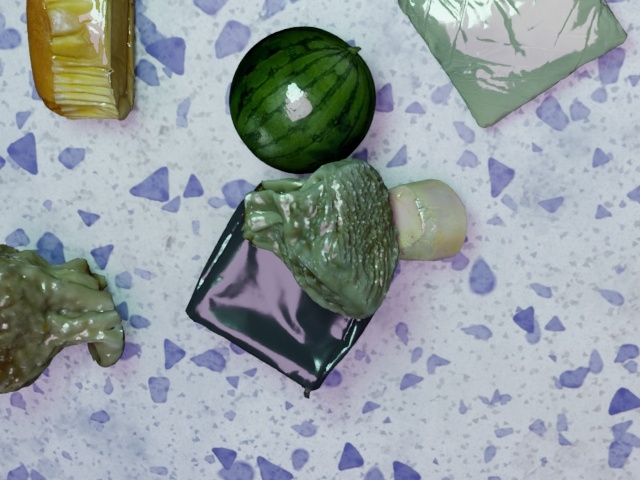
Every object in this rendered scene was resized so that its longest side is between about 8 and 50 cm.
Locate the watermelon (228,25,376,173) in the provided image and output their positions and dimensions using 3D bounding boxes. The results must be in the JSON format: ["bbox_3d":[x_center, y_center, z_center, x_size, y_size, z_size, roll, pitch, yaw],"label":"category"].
[{"bbox_3d":[-0.030,-0.231,1.411,0.242,0.242,0.242,2,106,7],"label":"watermelon"}]

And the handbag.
[{"bbox_3d":[-0.063,0.096,1.543,0.301,0.178,0.275,30,92,-3],"label":"handbag"}]

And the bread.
[{"bbox_3d":[-0.402,-0.343,1.442,0.156,0.204,0.288,1,111,2],"label":"bread"}]

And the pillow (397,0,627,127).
[{"bbox_3d":[0.313,-0.368,1.413,0.280,0.076,0.274,-33,97,21],"label":"pillow"}]

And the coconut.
[{"bbox_3d":[0.179,-0.034,1.493,0.147,0.152,0.147,7,101,42],"label":"coconut"}]

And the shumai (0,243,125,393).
[{"bbox_3d":[-0.493,0.140,1.552,0.262,0.267,0.314,0,147,5],"label":"shumai"}]

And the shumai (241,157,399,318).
[{"bbox_3d":[0.000,0.000,1.397,0.222,0.225,0.261,-11,108,35],"label":"shumai"}]
